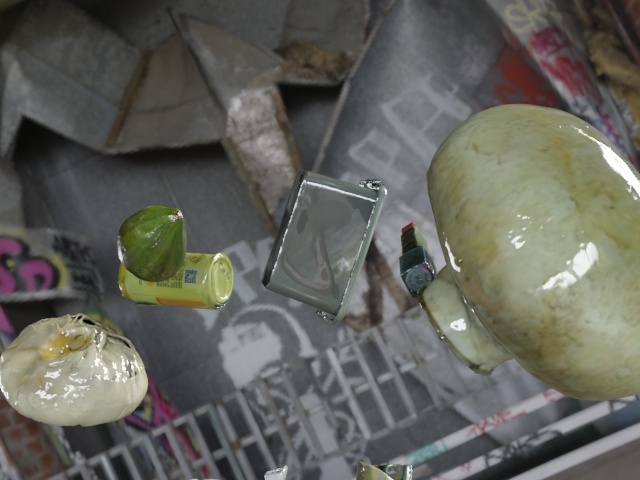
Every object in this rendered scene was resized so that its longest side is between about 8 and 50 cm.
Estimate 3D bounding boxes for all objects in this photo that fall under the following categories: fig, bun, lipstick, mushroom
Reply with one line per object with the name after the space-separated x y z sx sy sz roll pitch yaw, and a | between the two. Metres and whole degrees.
-0.265 -0.006 1.487 0.156 0.123 0.123 -34 -9 35 | fig
-0.468 0.230 1.698 0.287 0.146 0.287 9 23 -4 | bun
0.170 0.022 1.580 0.051 0.051 0.312 -31 11 12 | lipstick
0.243 0.020 0.961 0.260 0.352 0.352 -40 -9 17 | mushroom

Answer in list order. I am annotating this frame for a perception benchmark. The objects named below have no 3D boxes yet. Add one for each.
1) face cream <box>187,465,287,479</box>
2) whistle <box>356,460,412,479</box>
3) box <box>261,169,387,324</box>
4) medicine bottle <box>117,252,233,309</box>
-0.215 0.463 1.440 0.370 0.145 0.145 -18 -3 9 | face cream
0.060 0.363 0.949 0.068 0.057 0.326 -5 33 12 | whistle
0.000 0.000 1.438 0.135 0.243 0.163 19 1 -8 | box
-0.309 0.081 1.866 0.239 0.124 0.124 1 7 24 | medicine bottle
